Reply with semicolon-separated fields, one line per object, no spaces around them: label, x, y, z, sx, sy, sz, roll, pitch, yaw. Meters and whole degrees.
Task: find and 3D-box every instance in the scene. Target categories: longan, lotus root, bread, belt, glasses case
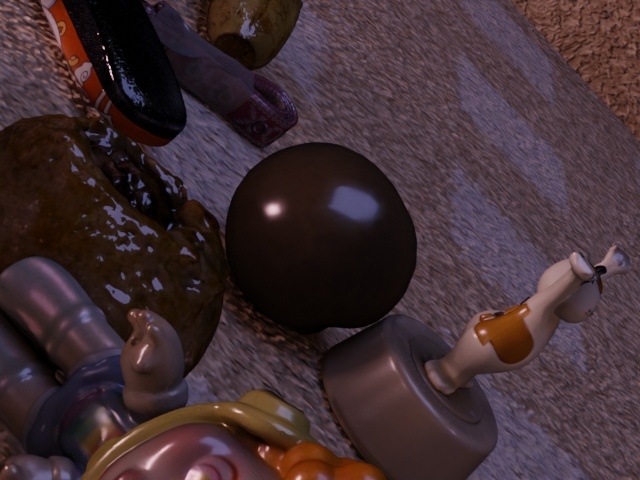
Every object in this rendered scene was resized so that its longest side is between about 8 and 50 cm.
longan;0.000;0.000;1.557;0.189;0.189;0.189;42;22;-21
lotus root;-0.072;-0.269;1.964;0.110;0.097;0.258;46;24;-21
bread;-0.159;-0.001;1.254;0.230;0.123;0.230;43;17;-17
belt;-0.116;-0.174;1.763;0.232;0.053;0.071;35;33;-37
glasses case;-0.200;-0.196;1.599;0.103;0.067;0.267;25;31;-53

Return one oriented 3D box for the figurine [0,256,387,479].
figurine;-0.078;0.152;1.038;0.382;0.224;0.205;62;2;35

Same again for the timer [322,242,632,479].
timer;0.153;0.094;1.552;0.175;0.266;0.175;42;22;-22
